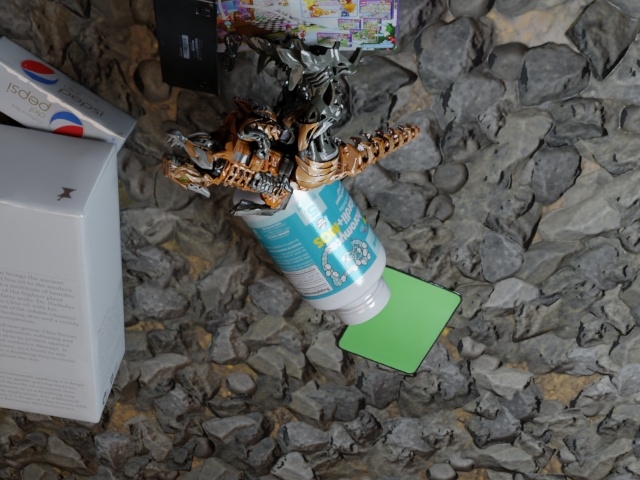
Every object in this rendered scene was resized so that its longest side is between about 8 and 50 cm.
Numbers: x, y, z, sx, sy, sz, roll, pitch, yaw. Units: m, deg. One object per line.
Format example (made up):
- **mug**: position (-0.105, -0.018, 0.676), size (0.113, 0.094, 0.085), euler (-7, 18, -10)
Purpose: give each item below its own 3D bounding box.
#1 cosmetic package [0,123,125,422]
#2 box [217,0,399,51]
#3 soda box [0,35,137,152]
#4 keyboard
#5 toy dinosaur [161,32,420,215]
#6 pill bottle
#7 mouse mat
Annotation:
- **cosmetic package**: position (-0.426, 0.063, 1.118), size (0.230, 0.161, 0.453), euler (10, 132, -2)
- **box**: position (-0.050, -0.319, 0.918), size (0.293, 0.057, 0.201), euler (0, 152, 3)
- **soda box**: position (-0.374, -0.190, 1.058), size (0.216, 0.074, 0.069), euler (33, 118, -15)
- **keyboard**: position (-0.154, -0.252, 0.968), size (0.108, 0.023, 0.180), euler (11, 153, -1)
- **toy dinosaur**: position (-0.034, -0.139, 0.943), size (0.164, 0.322, 0.218), euler (22, 116, 41)
- **pill bottle**: position (0.000, 0.000, 1.104), size (0.146, 0.146, 0.264), euler (-27, 116, 18)
- **mouse mat**: position (0.129, 0.136, 1.256), size (0.153, 0.007, 0.189), euler (22, 119, -9)
